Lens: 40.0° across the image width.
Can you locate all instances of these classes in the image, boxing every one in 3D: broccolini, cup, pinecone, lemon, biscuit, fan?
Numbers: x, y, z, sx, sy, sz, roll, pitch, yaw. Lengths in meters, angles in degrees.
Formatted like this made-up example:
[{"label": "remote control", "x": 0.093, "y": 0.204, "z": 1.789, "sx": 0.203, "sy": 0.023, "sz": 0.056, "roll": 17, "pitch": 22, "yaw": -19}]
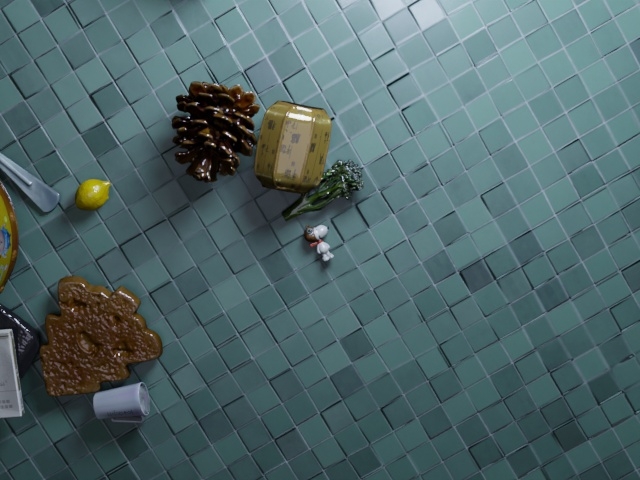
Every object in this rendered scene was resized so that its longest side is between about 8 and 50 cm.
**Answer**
[{"label": "broccolini", "x": 0.005, "y": -0.106, "z": 1.935, "sx": 0.203, "sy": 0.068, "sz": 0.091, "roll": -29, "pitch": 85, "yaw": 19}, {"label": "cup", "x": -0.441, "y": 0.375, "z": 1.984, "sx": 0.116, "sy": 0.074, "sz": 0.104, "roll": -11, "pitch": 127, "yaw": 4}, {"label": "pinecone", "x": -0.223, "y": -0.220, "z": 1.842, "sx": 0.186, "sy": 0.169, "sz": 0.212, "roll": -16, "pitch": 70, "yaw": 36}, {"label": "lemon", "x": -0.495, "y": -0.101, "z": 1.914, "sx": 0.092, "sy": 0.065, "sz": 0.065, "roll": -35, "pitch": 97, "yaw": 4}, {"label": "biscuit", "x": -0.519, "y": 0.227, "z": 1.969, "sx": 0.278, "sy": 0.043, "sz": 0.301, "roll": 43, "pitch": 97, "yaw": -8}, {"label": "fan", "x": -0.690, "y": -0.163, "z": 1.922, "sx": 0.282, "sy": 0.023, "sz": 0.057, "roll": 39, "pitch": 104, "yaw": -6}]

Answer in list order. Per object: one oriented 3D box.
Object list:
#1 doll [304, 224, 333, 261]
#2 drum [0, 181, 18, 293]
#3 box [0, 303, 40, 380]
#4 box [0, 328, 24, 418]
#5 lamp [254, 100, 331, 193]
[{"label": "doll", "x": -0.005, "y": 0.004, "z": 1.949, "sx": 0.058, "sy": 0.040, "sz": 0.085, "roll": -9, "pitch": 98, "yaw": -10}, {"label": "drum", "x": -0.861, "y": 0.002, "z": 1.823, "sx": 0.432, "sy": 0.214, "sz": 0.430, "roll": 0, "pitch": 96, "yaw": 2}, {"label": "box", "x": -0.748, "y": 0.237, "z": 1.968, "sx": 0.213, "sy": 0.042, "sz": 0.201, "roll": 35, "pitch": 96, "yaw": -5}, {"label": "box", "x": -0.722, "y": 0.297, "z": 1.940, "sx": 0.109, "sy": 0.029, "sz": 0.198, "roll": -5, "pitch": 100, "yaw": -2}, {"label": "lamp", "x": -0.059, "y": -0.197, "z": 1.861, "sx": 0.161, "sy": 0.161, "sz": 0.184, "roll": 11, "pitch": 101, "yaw": -2}]
